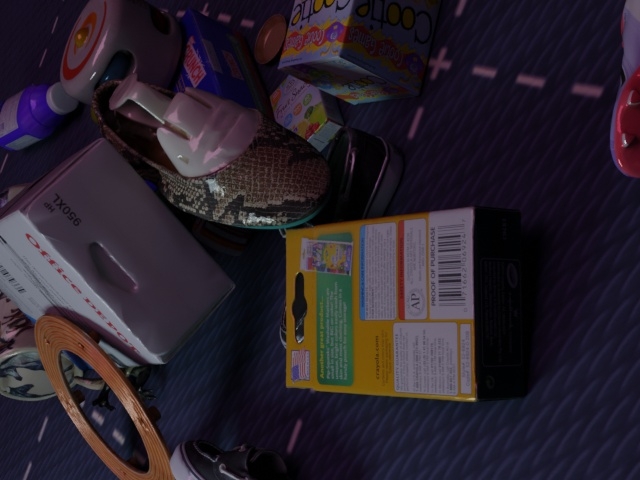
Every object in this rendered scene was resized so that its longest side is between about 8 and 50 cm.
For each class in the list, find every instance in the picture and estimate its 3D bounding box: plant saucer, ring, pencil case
[{"bbox_3d":[-0.075,-0.319,1.793,0.083,0.015,0.083,-28,53,45],"label":"plant saucer"},{"bbox_3d":[-0.310,0.246,1.655,0.032,0.337,0.336,-35,22,-30],"label":"ring"},{"bbox_3d":[-0.530,0.091,2.066,0.160,0.183,0.410,90,171,-55],"label":"pencil case"}]

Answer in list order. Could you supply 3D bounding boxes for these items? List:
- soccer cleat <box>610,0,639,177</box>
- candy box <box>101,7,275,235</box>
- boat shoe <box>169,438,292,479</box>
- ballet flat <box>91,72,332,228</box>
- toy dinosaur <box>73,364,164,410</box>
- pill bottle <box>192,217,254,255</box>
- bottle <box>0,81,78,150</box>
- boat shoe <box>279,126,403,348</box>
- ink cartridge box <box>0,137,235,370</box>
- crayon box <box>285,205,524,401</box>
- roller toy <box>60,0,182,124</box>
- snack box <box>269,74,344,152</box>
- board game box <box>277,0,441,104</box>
[{"bbox_3d":[0.337,-0.181,1.143,0.095,0.083,0.248,158,122,-82],"label":"soccer cleat"},{"bbox_3d":[-0.226,-0.171,1.836,0.317,0.122,0.268,-50,39,28],"label":"candy box"},{"bbox_3d":[-0.087,0.310,1.440,0.301,0.108,0.102,27,96,52],"label":"boat shoe"},{"bbox_3d":[-0.183,-0.138,1.509,0.164,0.182,0.482,-49,36,-14],"label":"ballet flat"},{"bbox_3d":[-0.311,0.213,1.808,0.268,0.064,0.118,-34,36,28],"label":"toy dinosaur"},{"bbox_3d":[-0.124,-0.060,1.677,0.152,0.086,0.086,-63,36,11],"label":"pill bottle"},{"bbox_3d":[-0.614,-0.275,2.424,0.282,0.092,0.118,-15,62,49],"label":"bottle"},{"bbox_3d":[0.002,0.001,1.464,0.113,0.105,0.306,39,106,53],"label":"boat shoe"},{"bbox_3d":[-0.338,0.037,1.658,0.166,0.285,0.395,-48,16,-25],"label":"ink cartridge box"},{"bbox_3d":[0.088,0.075,1.298,0.323,0.083,0.203,-5,84,50],"label":"crayon box"},{"bbox_3d":[-0.326,-0.302,1.804,0.191,0.146,0.209,-10,62,54],"label":"roller toy"},{"bbox_3d":[-0.022,-0.189,1.643,0.100,0.037,0.141,-43,43,32],"label":"snack box"},{"bbox_3d":[0.067,-0.340,1.505,0.144,0.142,0.275,1,75,53],"label":"board game box"}]
